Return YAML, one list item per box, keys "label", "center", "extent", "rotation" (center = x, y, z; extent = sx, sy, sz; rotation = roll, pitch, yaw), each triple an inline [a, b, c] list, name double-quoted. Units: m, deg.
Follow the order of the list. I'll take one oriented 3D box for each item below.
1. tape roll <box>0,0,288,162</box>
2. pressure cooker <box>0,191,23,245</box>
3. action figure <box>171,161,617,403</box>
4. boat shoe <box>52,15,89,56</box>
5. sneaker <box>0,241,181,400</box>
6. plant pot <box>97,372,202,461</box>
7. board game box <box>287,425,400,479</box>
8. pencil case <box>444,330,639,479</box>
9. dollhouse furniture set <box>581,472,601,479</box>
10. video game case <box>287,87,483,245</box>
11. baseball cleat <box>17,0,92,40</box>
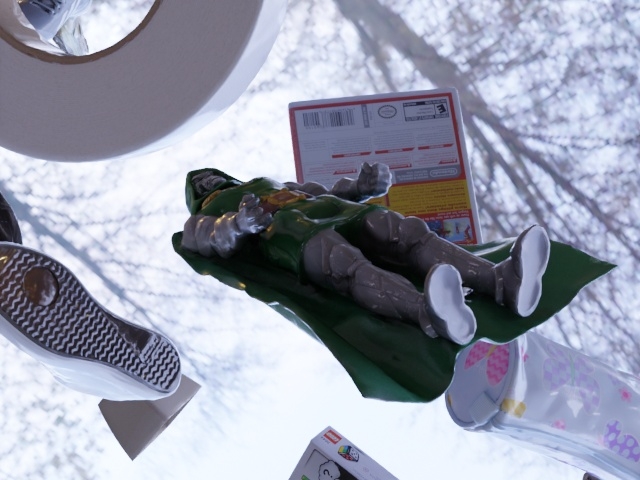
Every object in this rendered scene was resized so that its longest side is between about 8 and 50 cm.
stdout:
- label: "tape roll"
  center: [-0.216, -0.262, 1.122]
  extent: [0.392, 0.072, 0.392]
  rotation: [2, -83, 17]
- label: "pressure cooker"
  center: [-0.670, 0.077, 1.781]
  extent: [0.420, 0.370, 0.375]
  rotation: [-48, -135, 24]
- label: "action figure"
  center: [0.000, 0.000, 0.572]
  extent: [0.137, 0.063, 0.232]
  rotation: [-19, -158, -33]
- label: "boat shoe"
  center: [-0.358, -0.297, 1.800]
  extent: [0.056, 0.153, 0.048]
  rotation: [43, -99, 12]
- label: "sneaker"
  center: [-0.290, 0.104, 1.345]
  extent: [0.123, 0.290, 0.106]
  rotation: [-15, -131, 36]
- label: "plant pot"
  center: [-0.257, 0.235, 1.822]
  extent: [0.109, 0.096, 0.109]
  rotation: [-50, 175, 31]
- label: "board game box"
  center: [0.012, 0.390, 1.456]
  extent: [0.193, 0.053, 0.305]
  rotation: [36, -62, 17]
- label: "pencil case"
  center: [0.259, 0.179, 1.280]
  extent: [0.113, 0.273, 0.124]
  rotation: [-38, -145, 45]
- label: "dollhouse furniture set"
  center: [0.378, 0.354, 1.437]
  extent: [0.286, 0.303, 0.198]
  rotation: [33, -135, 30]
- label: "video game case"
  center: [0.079, -0.034, 1.437]
  extent: [0.204, 0.025, 0.285]
  rotation: [-6, -106, -6]
- label: "baseball cleat"
  center: [-0.341, -0.320, 1.597]
  extent: [0.109, 0.072, 0.206]
  rotation: [-59, -176, 27]
